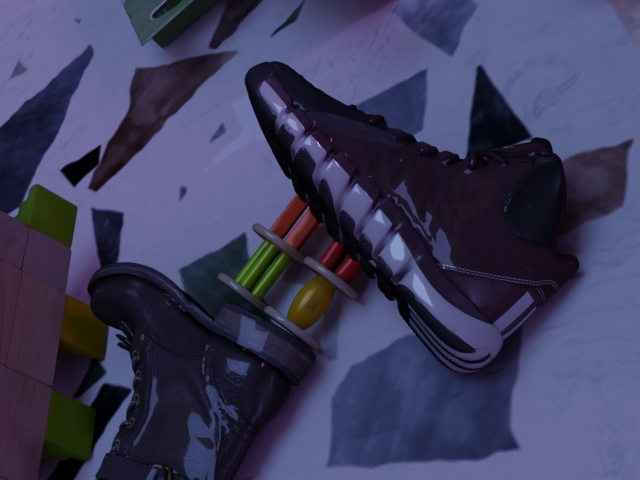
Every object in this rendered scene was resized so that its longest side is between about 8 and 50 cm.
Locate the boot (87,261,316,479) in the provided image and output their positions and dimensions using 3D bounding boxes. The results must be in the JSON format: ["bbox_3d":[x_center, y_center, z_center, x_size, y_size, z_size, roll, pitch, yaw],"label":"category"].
[{"bbox_3d":[-0.143,0.147,1.095,0.263,0.091,0.229,17,71,42],"label":"boot"}]

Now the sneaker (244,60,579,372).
[{"bbox_3d":[0.079,-0.052,1.023,0.162,0.106,0.281,-36,75,-9],"label":"sneaker"}]

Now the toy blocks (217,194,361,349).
[{"bbox_3d":[0.000,0.000,1.114,0.148,0.054,0.123,-52,44,-5],"label":"toy blocks"}]

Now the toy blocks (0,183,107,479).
[{"bbox_3d":[-0.351,0.154,1.218,0.261,0.191,0.381,-29,44,35],"label":"toy blocks"}]

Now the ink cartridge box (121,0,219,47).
[{"bbox_3d":[-0.151,-0.272,1.424,0.109,0.062,0.209,-38,44,11],"label":"ink cartridge box"}]
